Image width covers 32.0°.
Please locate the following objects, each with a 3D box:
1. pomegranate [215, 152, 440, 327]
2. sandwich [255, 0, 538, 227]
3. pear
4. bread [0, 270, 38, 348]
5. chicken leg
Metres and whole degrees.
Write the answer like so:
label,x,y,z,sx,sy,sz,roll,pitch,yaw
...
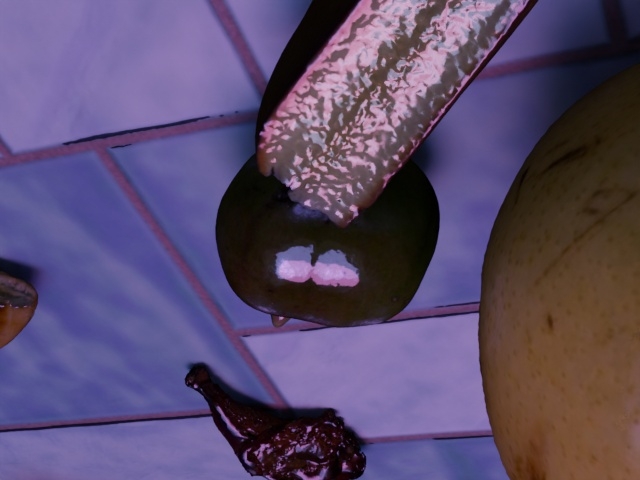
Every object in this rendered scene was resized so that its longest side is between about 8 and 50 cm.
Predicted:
label,x,y,z,sx,sy,sz,roll,pitch,yaw
pomegranate,0.000,0.000,0.796,0.152,0.131,0.191,8,164,-6
sandwich,0.050,-0.125,0.635,0.094,0.096,0.258,29,127,-17
pear,0.253,0.045,0.617,0.348,0.348,0.348,6,141,5
bread,-0.305,0.053,0.973,0.136,0.054,0.154,-5,144,20
chicken leg,-0.046,0.187,1.083,0.205,0.053,0.093,17,118,-19
